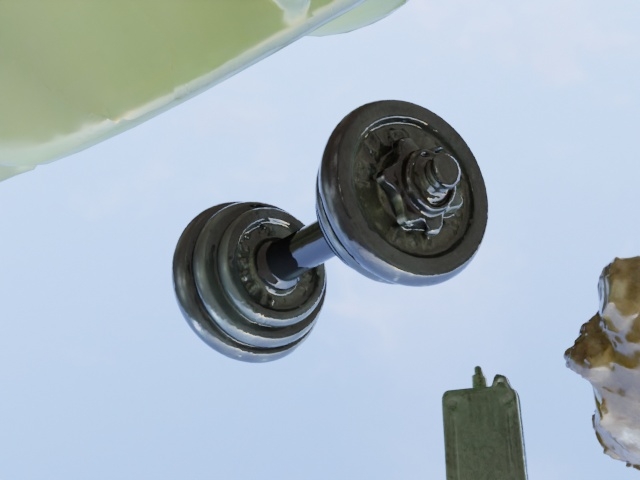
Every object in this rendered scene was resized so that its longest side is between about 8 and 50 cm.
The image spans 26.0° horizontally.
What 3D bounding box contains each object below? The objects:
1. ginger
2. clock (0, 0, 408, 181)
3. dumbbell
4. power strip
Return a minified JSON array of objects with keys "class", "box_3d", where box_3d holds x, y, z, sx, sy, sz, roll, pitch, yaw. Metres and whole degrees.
[{"class":"ginger","box_3d":[0.237,0.082,0.882,0.157,0.216,0.102,-15,-137,5]},{"class":"clock","box_3d":[-0.116,-0.090,0.487,0.348,0.117,0.286,-14,-163,40]},{"class":"dumbbell","box_3d":[0.000,0.000,1.332,0.179,0.406,0.179,12,-114,-30]},{"class":"power strip","box_3d":[0.054,0.080,0.440,0.027,0.017,0.083,-5,-111,10]}]
